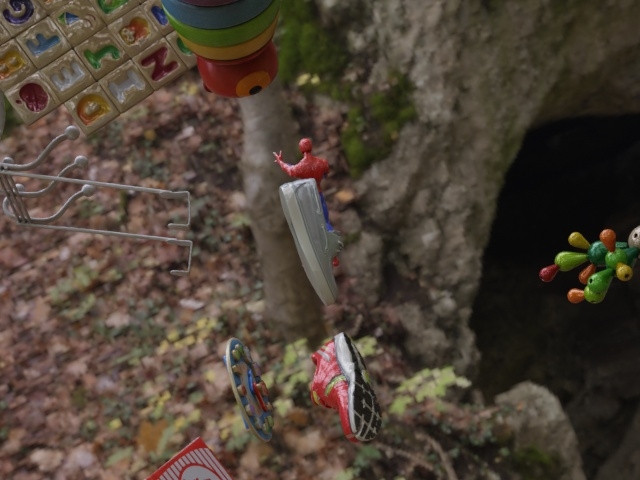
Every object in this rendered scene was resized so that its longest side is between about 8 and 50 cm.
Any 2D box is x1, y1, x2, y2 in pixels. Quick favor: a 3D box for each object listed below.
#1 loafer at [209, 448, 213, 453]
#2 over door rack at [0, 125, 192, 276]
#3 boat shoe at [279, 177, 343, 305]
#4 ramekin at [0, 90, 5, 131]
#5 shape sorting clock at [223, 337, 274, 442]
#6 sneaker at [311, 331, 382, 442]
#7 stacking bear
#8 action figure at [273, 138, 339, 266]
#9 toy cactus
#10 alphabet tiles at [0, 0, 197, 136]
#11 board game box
[{"bbox_3d":[-0.190,0.415,1.700,0.080,0.078,0.220,-38,11,19],"label":"loafer"},{"bbox_3d":[-0.337,-0.068,1.614,0.324,0.108,0.239,17,-20,1],"label":"over door rack"},{"bbox_3d":[0.000,-0.001,1.852,0.081,0.227,0.079,-20,5,-10],"label":"boat shoe"},{"bbox_3d":[-0.551,-0.190,1.527,0.109,0.207,0.207,0,20,25],"label":"ramekin"},{"bbox_3d":[-0.131,0.281,2.008,0.040,0.206,0.206,-20,11,4],"label":"shape sorting clock"},{"bbox_3d":[0.040,0.306,2.093,0.118,0.107,0.279,-31,32,12],"label":"sneaker"},{"bbox_3d":[-0.118,-0.290,1.344,0.175,0.164,0.289,-28,-30,-12],"label":"stacking bear"},{"bbox_3d":[-0.027,-0.090,2.229,0.092,0.280,0.139,-13,26,-15],"label":"action figure"},{"bbox_3d":[0.426,0.013,1.486,0.181,0.112,0.219,-32,7,-28],"label":"toy cactus"},{"bbox_3d":[-0.317,-0.322,1.488,0.343,0.285,0.011,-36,0,-10],"label":"alphabet tiles"},{"bbox_3d":[-0.147,0.372,1.409,0.045,0.193,0.147,-41,-4,22],"label":"board game box"}]
